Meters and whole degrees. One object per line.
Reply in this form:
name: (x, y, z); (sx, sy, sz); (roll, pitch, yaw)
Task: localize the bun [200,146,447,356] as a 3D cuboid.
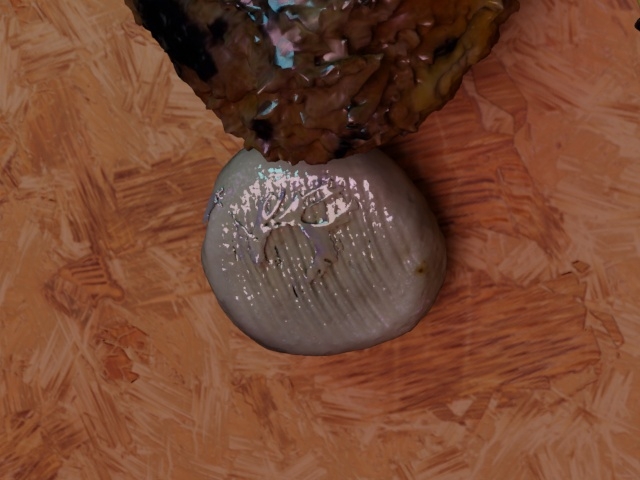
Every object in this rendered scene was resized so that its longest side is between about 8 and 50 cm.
bun: (0.002, -0.004, 1.873); (0.272, 0.168, 0.273); (4, 114, 9)

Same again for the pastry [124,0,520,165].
pastry: (-0.008, -0.250, 1.685); (0.405, 0.337, 0.292); (17, 153, 7)

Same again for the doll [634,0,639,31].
doll: (0.405, -0.174, 1.678); (0.117, 0.086, 0.291); (-37, 92, 0)
